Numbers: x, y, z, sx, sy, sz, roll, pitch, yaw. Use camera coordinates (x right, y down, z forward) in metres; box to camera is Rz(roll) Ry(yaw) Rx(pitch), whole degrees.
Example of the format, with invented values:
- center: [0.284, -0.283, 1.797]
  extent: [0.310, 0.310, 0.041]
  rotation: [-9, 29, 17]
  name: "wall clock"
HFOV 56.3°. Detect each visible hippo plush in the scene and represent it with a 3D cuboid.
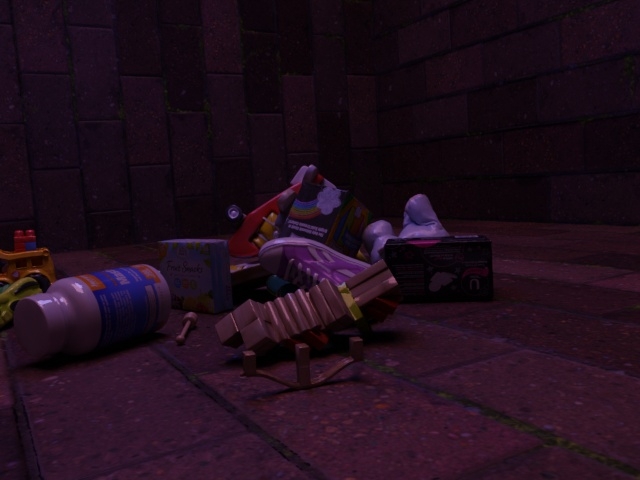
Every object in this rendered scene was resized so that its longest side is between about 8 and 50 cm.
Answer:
- center: [0.253, 0.034, 1.764]
  extent: [0.236, 0.234, 0.294]
  rotation: [-22, 52, -9]
  name: "hippo plush"

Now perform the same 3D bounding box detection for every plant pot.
- center: [-0.182, 0.104, 1.604]
  extent: [0.236, 0.032, 0.236]
  rotation: [-18, -11, -3]
  name: "plant pot"

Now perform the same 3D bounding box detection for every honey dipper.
- center: [-0.278, 0.184, 1.242]
  extent: [0.030, 0.030, 0.160]
  rotation: [-4, 9, -5]
  name: "honey dipper"

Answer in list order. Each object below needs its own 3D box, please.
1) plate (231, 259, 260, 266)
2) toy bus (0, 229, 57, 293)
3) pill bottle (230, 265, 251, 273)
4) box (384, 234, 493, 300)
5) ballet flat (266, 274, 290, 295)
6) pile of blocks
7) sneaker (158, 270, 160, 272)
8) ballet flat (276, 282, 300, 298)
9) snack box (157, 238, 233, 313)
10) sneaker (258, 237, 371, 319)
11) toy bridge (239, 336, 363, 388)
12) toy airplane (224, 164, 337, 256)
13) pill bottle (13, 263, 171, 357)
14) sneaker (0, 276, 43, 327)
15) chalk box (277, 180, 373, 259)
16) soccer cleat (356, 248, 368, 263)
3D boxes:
- center: [-0.164, 0.096, 1.929]
  extent: [0.277, 0.045, 0.278]
  rotation: [1, 8, 35]
  name: "plate"
- center: [-0.925, 0.076, 1.816]
  extent: [0.220, 0.211, 0.149]
  rotation: [-8, 9, -26]
  name: "toy bus"
- center: [-0.263, 0.106, 1.784]
  extent: [0.116, 0.065, 0.065]
  rotation: [-1, 7, 21]
  name: "pill bottle"
- center: [0.284, 0.066, 1.457]
  extent: [0.247, 0.142, 0.163]
  rotation: [-2, 5, 9]
  name: "box"
- center: [-0.024, 0.118, 1.548]
  extent: [0.231, 0.077, 0.077]
  rotation: [-4, -15, -3]
  name: "ballet flat"
- center: [0.001, 0.156, 1.082]
  extent: [0.362, 0.149, 0.112]
  rotation: [-15, 52, -17]
  name: "pile of blocks"
- center: [-0.503, 0.119, 1.798]
  extent: [0.185, 0.069, 0.084]
  rotation: [-6, 1, -8]
  name: "sneaker"
- center: [0.006, 0.135, 1.370]
  extent: [0.241, 0.091, 0.077]
  rotation: [-2, -26, -24]
  name: "ballet flat"
- center: [-0.316, 0.085, 1.500]
  extent: [0.207, 0.174, 0.070]
  rotation: [2, 7, 38]
  name: "snack box"
- center: [-0.005, 0.089, 1.260]
  extent: [0.282, 0.102, 0.161]
  rotation: [15, 36, 0]
  name: "sneaker"
- center: [-0.026, 0.185, 0.882]
  extent: [0.188, 0.063, 0.026]
  rotation: [-4, 6, -19]
  name: "toy bridge"
- center: [-0.100, -0.071, 2.029]
  extent: [0.386, 0.272, 0.384]
  rotation: [-21, -17, -49]
  name: "toy airplane"
- center: [-0.443, 0.138, 1.178]
  extent: [0.152, 0.152, 0.272]
  rotation: [0, 6, 33]
  name: "pill bottle"
- center: [-0.803, 0.173, 1.441]
  extent: [0.123, 0.109, 0.295]
  rotation: [-25, 0, 18]
  name: "sneaker"
- center: [0.000, 0.000, 1.779]
  extent: [0.180, 0.289, 0.179]
  rotation: [17, -12, 37]
  name: "chalk box"
- center: [0.050, 0.065, 2.013]
  extent: [0.121, 0.093, 0.289]
  rotation: [-40, 27, -23]
  name: "soccer cleat"
